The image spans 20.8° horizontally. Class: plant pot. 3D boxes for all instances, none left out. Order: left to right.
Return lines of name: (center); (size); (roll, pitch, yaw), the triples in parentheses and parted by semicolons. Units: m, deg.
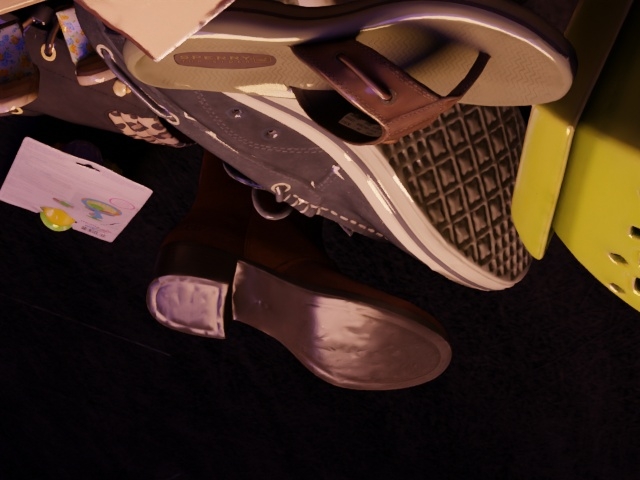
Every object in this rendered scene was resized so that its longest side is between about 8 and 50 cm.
plant pot: (0.265, -0.080, 1.263); (0.207, 0.227, 0.228); (22, 154, 10)

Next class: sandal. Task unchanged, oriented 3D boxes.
sandal: (0.018, -0.104, 1.155); (0.303, 0.086, 0.120); (0, 155, 9)

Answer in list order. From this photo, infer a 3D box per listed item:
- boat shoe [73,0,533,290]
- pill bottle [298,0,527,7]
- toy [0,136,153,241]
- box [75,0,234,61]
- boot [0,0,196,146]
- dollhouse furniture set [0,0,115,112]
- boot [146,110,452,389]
boat shoe: (0.007, -0.108, 1.398); (0.156, 0.186, 0.500); (-5, 152, 44)
pill bottle: (0.096, -0.228, 1.164); (0.161, 0.161, 0.283); (28, 152, -13)
toy: (-0.256, -0.066, 1.832); (0.137, 0.056, 0.237); (22, 158, -11)
box: (-0.110, -0.254, 1.033); (0.203, 0.168, 0.167); (36, 129, -27)
boot: (-0.263, -0.201, 1.493); (0.284, 0.138, 0.377); (12, 156, 20)
dollhouse furniture set: (-0.281, -0.193, 1.306); (0.242, 0.161, 0.212); (-18, 110, -2)
boot: (0.000, 0.000, 1.532); (0.264, 0.280, 0.096); (9, 126, 6)
